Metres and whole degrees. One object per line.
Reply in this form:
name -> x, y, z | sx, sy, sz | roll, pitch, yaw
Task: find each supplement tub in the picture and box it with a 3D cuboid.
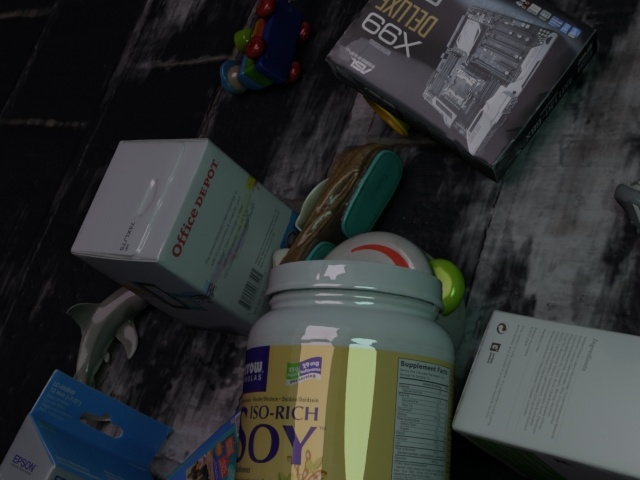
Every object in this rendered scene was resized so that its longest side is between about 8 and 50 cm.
supplement tub -> 0.029, 0.204, 1.251 | 0.241, 0.241, 0.331 | -6, 74, 36

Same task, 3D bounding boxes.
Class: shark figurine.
shark figurine -> -0.378, 0.165, 1.830 | 0.166, 0.116, 0.278 | 4, 64, 41

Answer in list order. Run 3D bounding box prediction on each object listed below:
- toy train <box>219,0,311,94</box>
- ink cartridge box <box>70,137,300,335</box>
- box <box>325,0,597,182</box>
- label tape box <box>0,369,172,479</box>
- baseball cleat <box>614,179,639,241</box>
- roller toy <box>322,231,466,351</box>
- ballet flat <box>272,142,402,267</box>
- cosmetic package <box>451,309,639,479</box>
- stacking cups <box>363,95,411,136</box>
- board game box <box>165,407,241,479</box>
toy train -> -0.097, -0.378, 1.980 | 0.143, 0.105, 0.248 | -17, 52, 46
ink cartridge box -> -0.187, -0.002, 1.673 | 0.197, 0.270, 0.198 | 4, 65, 40
box -> 0.199, -0.267, 1.595 | 0.307, 0.076, 0.242 | 37, 87, 20
label tape box -> -0.339, 0.391, 1.549 | 0.115, 0.249, 0.348 | 15, 73, 43
baseball cleat -> 0.404, 0.010, 1.340 | 0.109, 0.072, 0.206 | -51, 40, 9
roller toy -> 0.088, 0.095, 1.479 | 0.209, 0.146, 0.191 | 27, 87, 36
ballet flat -> 0.000, 0.000, 1.638 | 0.124, 0.116, 0.342 | 8, 65, 46
cosmetic package -> 0.352, 0.198, 1.170 | 0.365, 0.197, 0.155 | 9, 69, 43
stacking cups -> 0.203, -0.304, 1.694 | 0.316, 0.096, 0.096 | -48, 44, 0
board game box -> -0.132, 0.346, 1.517 | 0.210, 0.047, 0.160 | -44, 42, 33
